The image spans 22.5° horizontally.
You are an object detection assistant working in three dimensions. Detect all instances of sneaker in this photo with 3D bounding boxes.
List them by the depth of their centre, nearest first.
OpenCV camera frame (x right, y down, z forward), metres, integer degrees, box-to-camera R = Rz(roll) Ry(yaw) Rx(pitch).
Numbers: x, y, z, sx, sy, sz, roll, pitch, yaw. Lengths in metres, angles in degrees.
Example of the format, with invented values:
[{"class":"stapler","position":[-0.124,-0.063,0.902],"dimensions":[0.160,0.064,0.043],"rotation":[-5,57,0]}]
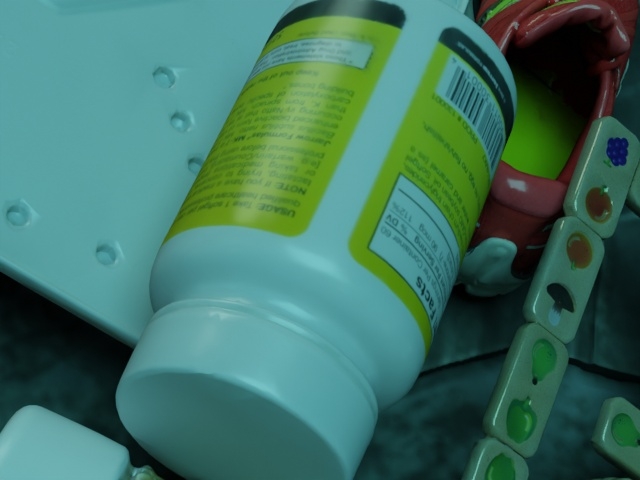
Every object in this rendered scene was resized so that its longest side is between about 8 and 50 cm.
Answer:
[{"class":"sneaker","position":[0.128,-0.099,0.842],"dimensions":[0.107,0.118,0.279],"rotation":[22,58,-8]}]

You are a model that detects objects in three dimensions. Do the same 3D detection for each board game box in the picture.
[{"class":"board game box","position":[-0.117,-0.155,0.785],"dimensions":[0.390,0.050,0.390],"rotation":[32,56,-15]}]

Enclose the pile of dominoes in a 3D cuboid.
[{"class":"pile of dominoes","position":[0.167,0.092,0.737],"dimensions":[0.196,0.040,0.251],"rotation":[36,62,-25]}]

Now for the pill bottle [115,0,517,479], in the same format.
[{"class":"pill bottle","position":[0.000,0.000,0.678],"dimensions":[0.119,0.119,0.208],"rotation":[27,56,-3]}]

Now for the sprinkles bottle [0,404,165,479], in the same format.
[{"class":"sprinkles bottle","position":[0.012,0.194,0.637],"dimensions":[0.355,0.121,0.121],"rotation":[27,57,-3]}]
